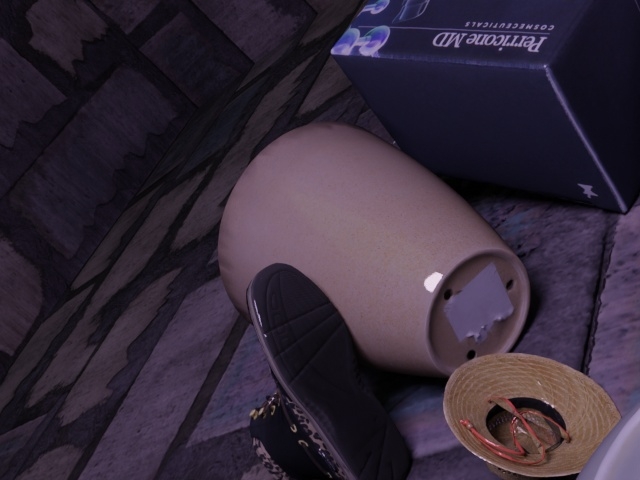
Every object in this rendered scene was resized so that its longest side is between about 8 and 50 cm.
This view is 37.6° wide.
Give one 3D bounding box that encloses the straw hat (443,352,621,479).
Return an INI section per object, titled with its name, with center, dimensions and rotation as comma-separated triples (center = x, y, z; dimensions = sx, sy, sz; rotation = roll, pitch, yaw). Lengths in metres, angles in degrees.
[straw hat]
center = 0.157, 0.154, 0.731
dimensions = 0.144, 0.145, 0.061
rotation = -82, -3, -60

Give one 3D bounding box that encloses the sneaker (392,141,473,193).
[sneaker]
center = 0.139, -0.096, 1.263
dimensions = 0.106, 0.078, 0.234
rotation = -49, 21, -16

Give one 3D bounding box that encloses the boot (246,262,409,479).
[boot]
center = -0.031, 0.146, 0.916
dimensions = 0.085, 0.236, 0.179
rotation = -32, 4, -33

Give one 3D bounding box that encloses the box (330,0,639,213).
[box]
center = 0.260, -0.263, 1.003
dimensions = 0.294, 0.212, 0.395
rotation = 17, 66, 48

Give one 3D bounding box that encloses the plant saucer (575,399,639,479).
[plant saucer]
center = 0.247, 0.150, 0.473
dimensions = 0.400, 0.100, 0.400
rotation = -39, 19, 16

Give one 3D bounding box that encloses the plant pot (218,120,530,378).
[plant pot]
center = 0.071, 0.028, 0.952
dimensions = 0.256, 0.256, 0.274
rotation = -50, 35, -10
